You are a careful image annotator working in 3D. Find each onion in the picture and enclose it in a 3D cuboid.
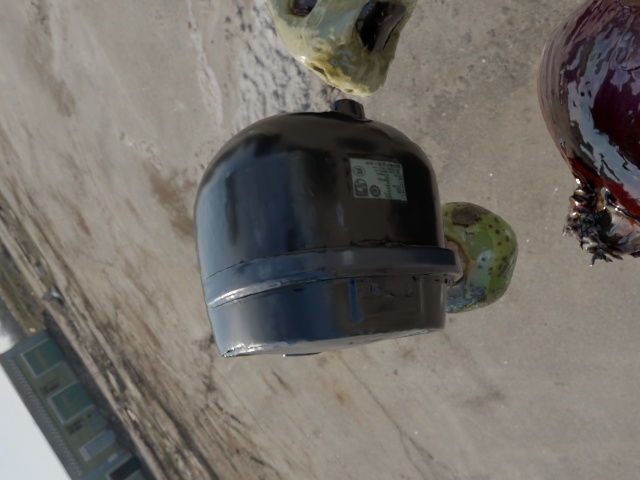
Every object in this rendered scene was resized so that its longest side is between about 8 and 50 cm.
[{"bbox_3d":[0.359,-0.094,0.523,0.347,0.348,0.285,43,107,24],"label":"onion"}]

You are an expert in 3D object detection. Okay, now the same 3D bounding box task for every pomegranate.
[{"bbox_3d":[0.234,0.024,0.968,0.222,0.277,0.204,-53,43,22],"label":"pomegranate"}]

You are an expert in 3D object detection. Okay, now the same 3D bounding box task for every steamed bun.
[{"bbox_3d":[0.039,-0.280,0.601,0.155,0.141,0.172,-43,61,31],"label":"steamed bun"}]

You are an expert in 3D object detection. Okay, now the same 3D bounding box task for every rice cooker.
[{"bbox_3d":[0.000,0.000,0.526,0.267,0.267,0.224,149,119,-61],"label":"rice cooker"}]
